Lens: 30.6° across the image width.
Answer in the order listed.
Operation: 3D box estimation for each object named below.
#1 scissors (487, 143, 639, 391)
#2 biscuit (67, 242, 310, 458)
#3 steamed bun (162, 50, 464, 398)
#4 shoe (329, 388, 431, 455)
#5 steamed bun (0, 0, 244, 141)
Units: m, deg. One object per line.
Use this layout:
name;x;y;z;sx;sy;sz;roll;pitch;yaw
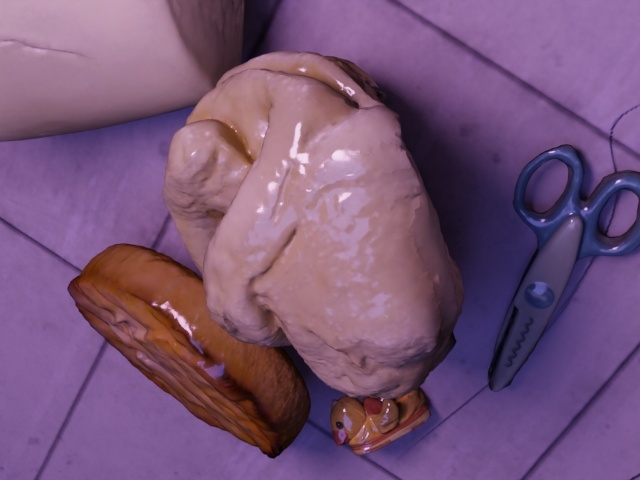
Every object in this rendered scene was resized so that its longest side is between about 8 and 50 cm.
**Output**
scissors;0.229;0.041;1.185;0.138;0.041;0.289;21;121;1
biscuit;-0.134;0.111;1.263;0.296;0.102;0.296;32;159;14
steamed bun;-0.002;-0.004;1.068;0.230;0.372;0.324;-26;87;3
shoe;0.065;0.192;1.309;0.109;0.072;0.069;-20;95;9
steamed bun;-0.267;-0.309;1.048;0.371;0.290;0.456;-8;113;23
